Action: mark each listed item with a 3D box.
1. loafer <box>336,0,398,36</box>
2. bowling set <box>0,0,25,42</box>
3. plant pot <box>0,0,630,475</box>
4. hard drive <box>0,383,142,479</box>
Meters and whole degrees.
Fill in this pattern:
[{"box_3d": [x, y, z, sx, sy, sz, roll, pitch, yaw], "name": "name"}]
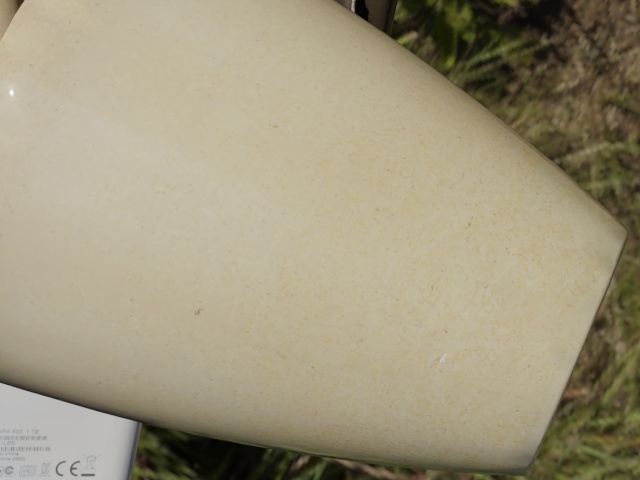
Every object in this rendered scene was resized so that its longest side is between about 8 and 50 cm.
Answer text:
[{"box_3d": [0.031, -0.206, 1.065, 0.078, 0.080, 0.220, -8, 95, 17], "name": "loafer"}, {"box_3d": [-0.098, -0.192, 0.966, 0.199, 0.287, 0.154, 3, 103, 36], "name": "bowling set"}, {"box_3d": [0.000, 0.000, 0.684, 0.274, 0.256, 0.256, 22, 137, 11], "name": "plant pot"}, {"box_3d": [-0.254, 0.223, 1.047, 0.040, 0.210, 0.319, 34, 115, 59], "name": "hard drive"}]
